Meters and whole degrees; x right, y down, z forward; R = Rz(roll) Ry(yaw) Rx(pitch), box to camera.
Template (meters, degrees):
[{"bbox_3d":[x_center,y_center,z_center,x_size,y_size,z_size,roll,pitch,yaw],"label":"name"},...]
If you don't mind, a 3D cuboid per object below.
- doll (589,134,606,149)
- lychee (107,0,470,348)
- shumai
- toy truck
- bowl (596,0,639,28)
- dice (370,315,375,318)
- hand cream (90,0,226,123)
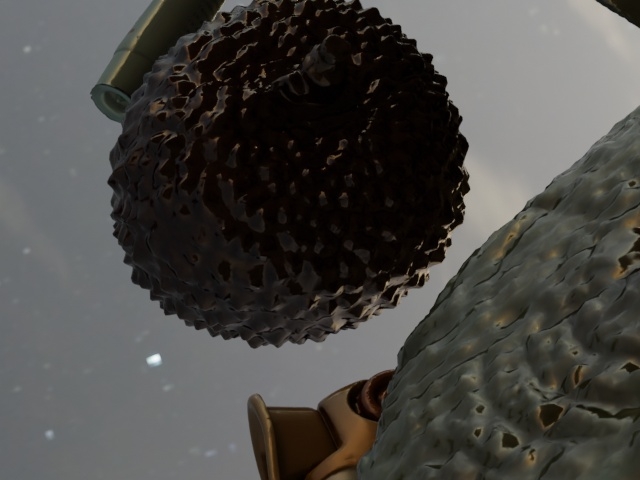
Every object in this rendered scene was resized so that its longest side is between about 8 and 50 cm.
[{"bbox_3d":[0.402,-0.014,1.831,0.093,0.211,0.262,-41,-79,-20],"label":"doll"},{"bbox_3d":[-0.026,-0.052,1.213,0.276,0.304,0.275,7,-127,-9],"label":"lychee"},{"bbox_3d":[0.199,0.090,0.623,0.263,0.309,0.304,50,-142,-16],"label":"shumai"},{"bbox_3d":[0.045,0.278,1.748,0.204,0.212,0.288,85,167,-45],"label":"toy truck"},{"bbox_3d":[0.334,-0.233,1.440,0.211,0.112,0.211,29,-163,-9],"label":"bowl"},{"bbox_3d":[0.000,0.000,2.101,0.183,0.181,0.182,23,-98,-65],"label":"dice"},{"bbox_3d":[-0.098,-0.235,1.431,0.058,0.085,0.331,30,-120,5],"label":"hand cream"}]
